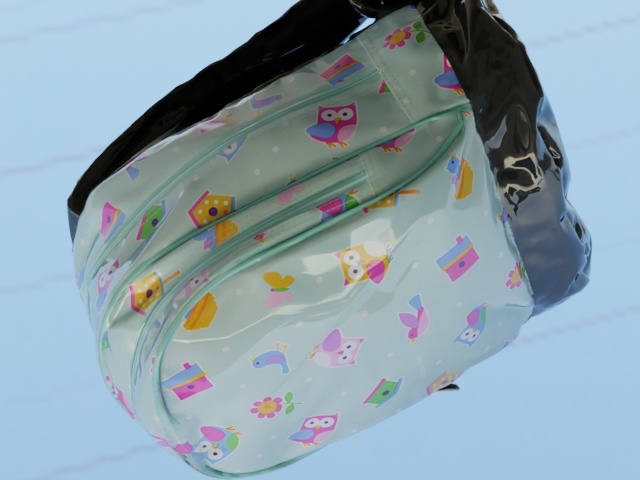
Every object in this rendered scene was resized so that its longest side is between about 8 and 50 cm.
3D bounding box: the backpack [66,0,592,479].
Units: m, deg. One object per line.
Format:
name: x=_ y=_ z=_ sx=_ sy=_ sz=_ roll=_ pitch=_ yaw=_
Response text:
backpack: x=0.000 y=0.000 z=0.716 sx=0.182 sy=0.152 sz=0.115 roll=-26 pitch=-143 yaw=-4
